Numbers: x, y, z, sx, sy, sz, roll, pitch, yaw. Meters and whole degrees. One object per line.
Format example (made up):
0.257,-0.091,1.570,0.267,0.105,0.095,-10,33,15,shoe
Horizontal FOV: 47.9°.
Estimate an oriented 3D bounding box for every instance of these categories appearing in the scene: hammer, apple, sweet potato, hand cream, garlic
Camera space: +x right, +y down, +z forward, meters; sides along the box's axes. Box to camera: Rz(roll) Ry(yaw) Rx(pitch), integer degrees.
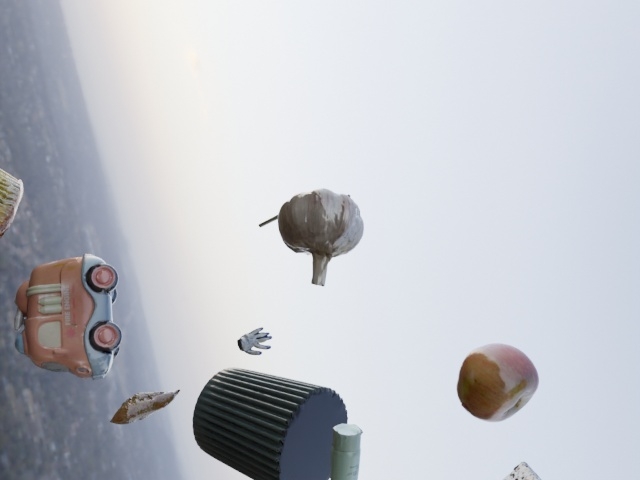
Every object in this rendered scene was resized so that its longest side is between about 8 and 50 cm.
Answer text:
-0.092,-0.079,2.027,0.062,0.182,0.017,52,14,-55,hammer
0.434,0.353,1.796,0.164,0.209,0.209,45,-31,35,apple
-0.446,0.420,1.848,0.060,0.206,0.068,-29,-103,46,sweet potato
0.039,0.414,1.214,0.078,0.050,0.204,-17,112,-68,hand cream
0.000,0.000,1.673,0.218,0.219,0.212,118,-24,-67,garlic

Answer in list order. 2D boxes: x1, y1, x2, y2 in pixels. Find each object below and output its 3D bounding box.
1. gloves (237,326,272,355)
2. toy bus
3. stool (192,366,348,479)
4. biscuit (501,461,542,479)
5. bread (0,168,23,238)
-0.161,0.254,1.786,0.064,0.086,0.026,70,-19,-2,gloves
-0.569,0.174,1.630,0.194,0.232,0.287,140,-53,-65,toy bus
-0.141,0.497,1.918,0.330,0.297,0.297,8,-64,37,stool
0.337,0.417,1.087,0.106,0.070,0.252,47,2,9,biscuit
-0.548,-0.059,1.163,0.114,0.132,0.190,34,-5,-32,bread
